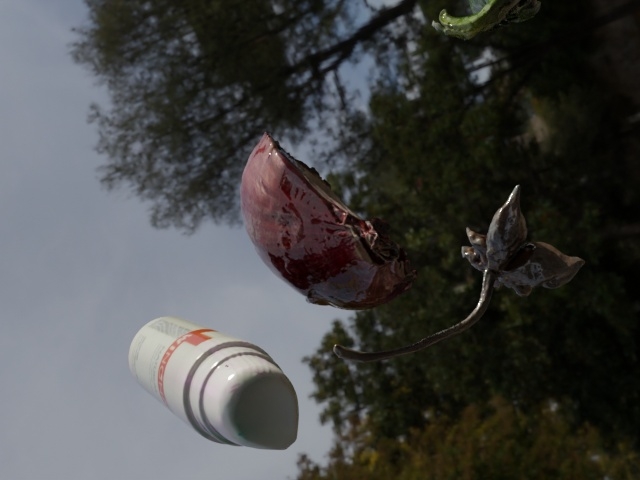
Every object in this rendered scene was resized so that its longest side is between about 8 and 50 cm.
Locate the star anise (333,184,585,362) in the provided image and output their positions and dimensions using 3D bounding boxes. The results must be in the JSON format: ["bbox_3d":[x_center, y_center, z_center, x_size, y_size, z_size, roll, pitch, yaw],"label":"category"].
[{"bbox_3d":[0.156,0.061,1.089,0.227,0.219,0.148,-55,-38,-33],"label":"star anise"}]

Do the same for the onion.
[{"bbox_3d":[0.000,0.000,1.033,0.227,0.120,0.283,41,180,-16],"label":"onion"}]

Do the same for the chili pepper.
[{"bbox_3d":[0.179,-0.245,0.982,0.359,0.085,0.076,-43,-39,-71],"label":"chili pepper"}]

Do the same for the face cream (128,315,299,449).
[{"bbox_3d":[-0.114,0.141,0.984,0.345,0.102,0.102,1,115,68],"label":"face cream"}]
